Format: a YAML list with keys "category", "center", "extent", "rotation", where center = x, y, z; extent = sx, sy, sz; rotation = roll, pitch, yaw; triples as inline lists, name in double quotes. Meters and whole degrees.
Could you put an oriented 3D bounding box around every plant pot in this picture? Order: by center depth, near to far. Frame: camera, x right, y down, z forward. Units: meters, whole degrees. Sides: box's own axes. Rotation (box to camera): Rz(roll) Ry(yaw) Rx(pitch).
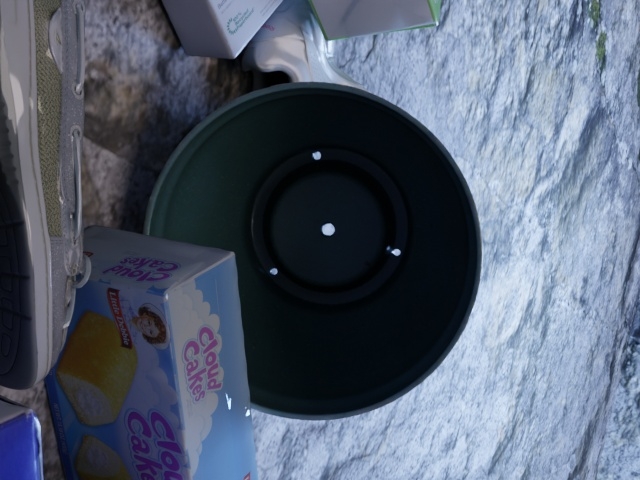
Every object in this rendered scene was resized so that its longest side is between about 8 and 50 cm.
- category: "plant pot"
  center: [0.000, 0.000, 0.924]
  extent: [0.196, 0.293, 0.293]
  rotation: [-54, 150, -80]

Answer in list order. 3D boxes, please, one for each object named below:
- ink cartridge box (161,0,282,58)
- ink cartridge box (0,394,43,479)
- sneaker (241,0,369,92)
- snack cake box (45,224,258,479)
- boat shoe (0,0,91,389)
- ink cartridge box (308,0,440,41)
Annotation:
- category: "ink cartridge box"
  center: [-0.108, -0.334, 0.814]
  extent: [0.165, 0.065, 0.333]
  rotation: [-56, 143, -34]
- category: "ink cartridge box"
  center: [-0.311, 0.149, 0.430]
  extent: [0.395, 0.270, 0.151]
  rotation: [-25, 122, -53]
- category: "sneaker"
  center: [-0.018, -0.140, 1.016]
  extent: [0.115, 0.090, 0.232]
  rotation: [-57, 134, -21]
- category: "snack cake box"
  center: [-0.143, 0.131, 0.814]
  extent: [0.089, 0.152, 0.264]
  rotation: [-34, 126, -50]
- category: "boat shoe"
  center: [-0.208, -0.054, 0.690]
  extent: [0.103, 0.118, 0.321]
  rotation: [-14, 104, -52]
- category: "ink cartridge box"
  center: [0.049, -0.392, 0.947]
  extent: [0.207, 0.119, 0.354]
  rotation: [62, 30, -47]
